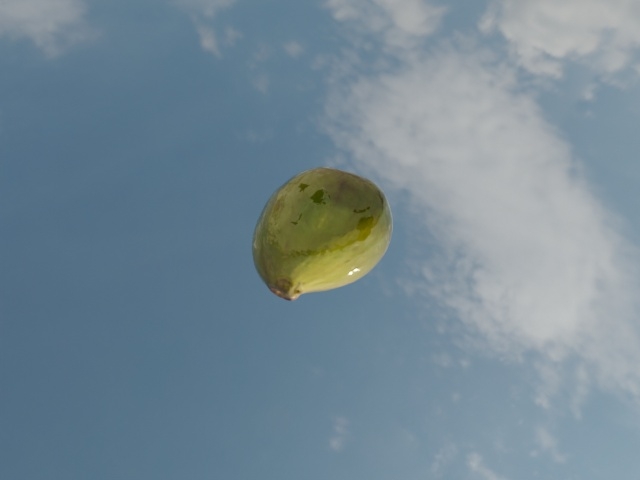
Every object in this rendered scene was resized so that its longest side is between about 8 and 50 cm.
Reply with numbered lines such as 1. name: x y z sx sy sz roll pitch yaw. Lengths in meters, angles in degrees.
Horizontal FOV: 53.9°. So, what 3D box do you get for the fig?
1. fig: 0.000 -0.009 0.652 0.153 0.136 0.120 -36 -138 10
